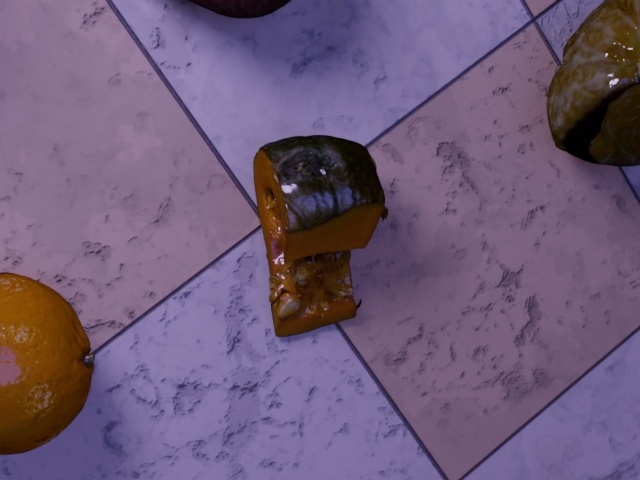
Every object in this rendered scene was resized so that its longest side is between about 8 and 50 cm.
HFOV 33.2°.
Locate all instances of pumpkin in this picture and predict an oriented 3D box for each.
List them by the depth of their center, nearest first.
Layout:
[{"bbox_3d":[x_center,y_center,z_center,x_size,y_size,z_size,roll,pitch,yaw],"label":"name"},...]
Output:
[{"bbox_3d":[0.001,0.000,1.413,0.139,0.190,0.280,-12,101,-17],"label":"pumpkin"}]

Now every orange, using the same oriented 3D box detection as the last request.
[{"bbox_3d":[-0.374,0.147,1.293,0.193,0.219,0.219,1,96,-22],"label":"orange"},{"bbox_3d":[0.480,-0.256,1.506,0.369,0.210,0.271,-35,145,24],"label":"orange"}]

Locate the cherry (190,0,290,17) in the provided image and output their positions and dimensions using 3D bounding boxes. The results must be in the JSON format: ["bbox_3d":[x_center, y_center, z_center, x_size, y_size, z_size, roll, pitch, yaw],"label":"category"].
[{"bbox_3d":[-0.115,-0.385,1.315,0.239,0.239,0.206,23,111,-19],"label":"cherry"}]
